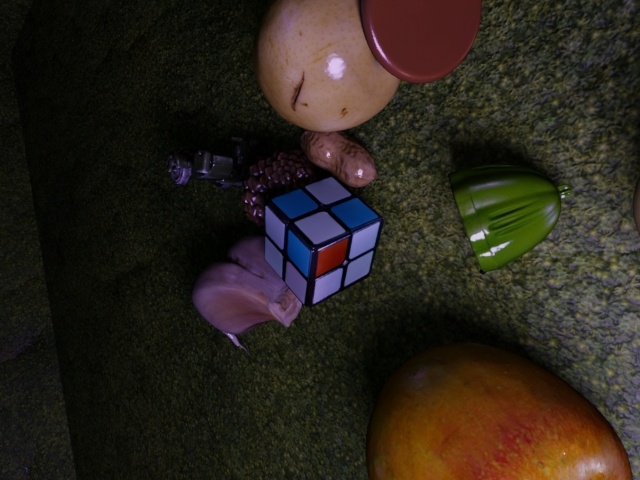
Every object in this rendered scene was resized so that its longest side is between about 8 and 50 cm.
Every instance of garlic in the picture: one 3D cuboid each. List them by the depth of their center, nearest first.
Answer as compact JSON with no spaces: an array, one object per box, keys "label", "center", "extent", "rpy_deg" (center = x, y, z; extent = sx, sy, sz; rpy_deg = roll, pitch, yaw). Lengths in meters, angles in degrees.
[{"label":"garlic","center":[-0.188,0.119,1.205],"extent":[0.246,0.231,0.340],"rpy_deg":[33,142,-10]}]

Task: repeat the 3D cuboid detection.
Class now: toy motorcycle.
[{"label":"toy motorcycle","center":[-0.276,-0.206,1.239],"extent":[0.275,0.205,0.127],"rpy_deg":[-2,88,48]}]

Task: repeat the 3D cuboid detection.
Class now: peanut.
[{"label":"peanut","center":[0.034,-0.189,1.020],"extent":[0.226,0.108,0.095],"rpy_deg":[43,126,31]}]

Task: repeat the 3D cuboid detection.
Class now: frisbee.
[{"label":"frisbee","center":[0.180,-0.400,0.799],"extent":[0.021,0.251,0.250],"rpy_deg":[33,113,59]}]

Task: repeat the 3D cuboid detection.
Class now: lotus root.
[{"label":"lotus root","center":[0.314,-0.052,0.747],"extent":[0.186,0.186,0.186],"rpy_deg":[0,90,42]}]

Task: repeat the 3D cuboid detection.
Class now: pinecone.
[{"label":"pinecone","center":[-0.090,-0.108,1.092],"extent":[0.179,0.184,0.204],"rpy_deg":[62,158,8]}]

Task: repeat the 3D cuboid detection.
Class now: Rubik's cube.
[{"label":"Rubik's cube","center":[0.000,0.000,0.967],"extent":[0.167,0.184,0.180],"rpy_deg":[44,142,32]}]

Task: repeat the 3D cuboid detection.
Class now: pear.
[{"label":"pear","center":[0.011,-0.367,0.919],"extent":[0.310,0.309,0.308],"rpy_deg":[0,90,42]}]

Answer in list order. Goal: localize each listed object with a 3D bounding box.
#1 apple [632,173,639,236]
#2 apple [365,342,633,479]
[{"label":"apple","center":[0.494,-0.014,0.488],"extent":[0.254,0.292,0.291],"rpy_deg":[-4,88,18]},{"label":"apple","center":[0.248,0.347,0.711],"extent":[0.375,0.374,0.383],"rpy_deg":[-17,118,41]}]
